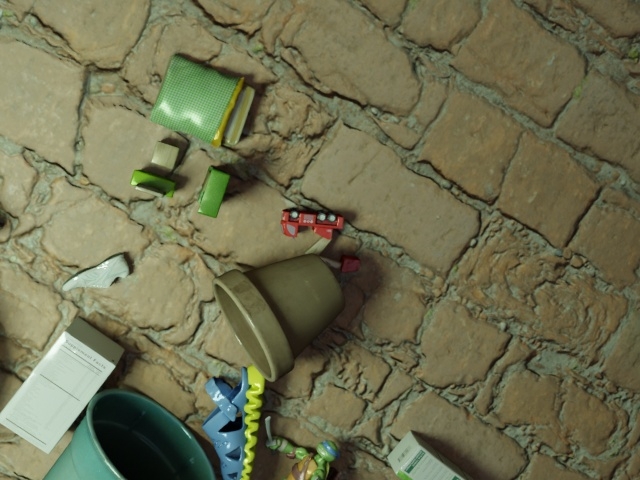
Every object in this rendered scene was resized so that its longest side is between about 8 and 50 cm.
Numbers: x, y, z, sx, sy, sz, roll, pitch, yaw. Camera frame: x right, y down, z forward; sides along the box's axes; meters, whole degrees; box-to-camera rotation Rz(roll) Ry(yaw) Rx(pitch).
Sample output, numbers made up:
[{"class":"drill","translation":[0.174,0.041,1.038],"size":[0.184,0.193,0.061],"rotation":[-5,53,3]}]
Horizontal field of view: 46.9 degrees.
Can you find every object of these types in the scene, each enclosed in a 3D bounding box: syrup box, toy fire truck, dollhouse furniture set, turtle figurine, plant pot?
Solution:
[{"class":"syrup box","translation":[0.288,0.584,1.820],"size":[0.237,0.096,0.093],"rotation":[39,92,-12]},{"class":"toy fire truck","translation":[0.000,0.000,1.698],"size":[0.192,0.047,0.135],"rotation":[5,101,-9]},{"class":"dollhouse furniture set","translation":[-0.269,-0.227,1.563],"size":[0.198,0.151,0.301],"rotation":[18,96,-11]},{"class":"turtle figurine","translation":[-0.094,0.558,1.709],"size":[0.198,0.275,0.266],"rotation":[37,98,21]},{"class":"plant pot","translation":[-0.078,0.142,1.622],"size":[0.229,0.263,0.263],"rotation":[-31,103,-17]},{"class":"plant pot","translation":[-0.459,0.561,1.597],"size":[0.341,0.341,0.334],"rotation":[40,100,-13]}]

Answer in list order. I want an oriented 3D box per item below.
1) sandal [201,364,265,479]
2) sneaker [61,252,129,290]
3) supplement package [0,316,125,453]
[{"class":"sandal","translation":[-0.210,0.434,1.710],"size":[0.138,0.126,0.317],"rotation":[6,90,-7]},{"class":"sneaker","translation":[-0.495,0.084,1.632],"size":[0.152,0.053,0.061],"rotation":[-24,105,-5]},{"class":"supplement package","translation":[-0.562,0.313,1.617],"size":[0.139,0.134,0.244],"rotation":[38,92,-10]}]
